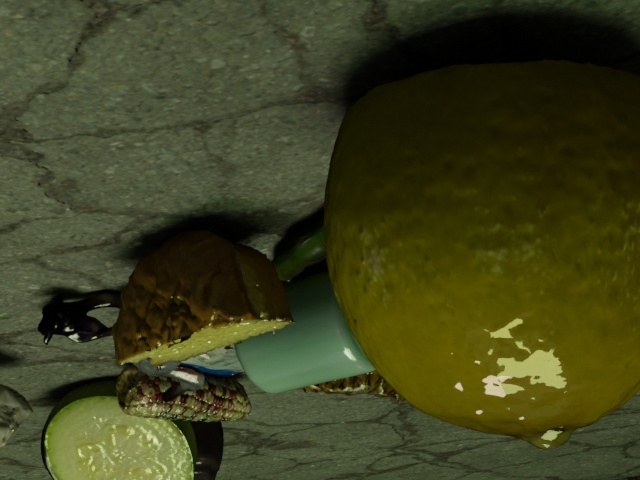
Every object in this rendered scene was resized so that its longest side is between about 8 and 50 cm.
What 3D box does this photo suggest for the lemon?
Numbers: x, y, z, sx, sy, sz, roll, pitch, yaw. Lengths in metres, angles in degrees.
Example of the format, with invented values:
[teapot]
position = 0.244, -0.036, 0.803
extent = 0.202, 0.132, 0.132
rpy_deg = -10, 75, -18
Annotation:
[lemon]
position = 0.174, 0.019, 1.265
extent = 0.364, 0.364, 0.364
rpy_deg = -5, 160, -2

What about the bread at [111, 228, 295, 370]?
[bread]
position = -0.143, 0.066, 1.600
extent = 0.229, 0.140, 0.143
rpy_deg = -21, 157, 37

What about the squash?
[squash]
position = -0.320, 0.334, 2.194
extent = 0.252, 0.049, 0.252
rpy_deg = 3, 122, 5

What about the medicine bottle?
[medicine bottle]
position = 0.012, 0.108, 1.749
extent = 0.225, 0.139, 0.139
rpy_deg = -16, 157, 27

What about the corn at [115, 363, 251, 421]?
[corn]
position = -0.204, 0.236, 2.116
extent = 0.086, 0.086, 0.253
rpy_deg = -22, 156, 38

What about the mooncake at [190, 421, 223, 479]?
[mooncake]
position = -0.306, 0.366, 2.364
extent = 0.282, 0.141, 0.283
rpy_deg = -5, 157, -2

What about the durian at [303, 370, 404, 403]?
[durian]
position = 0.095, 0.174, 1.984
extent = 0.341, 0.112, 0.191
rpy_deg = 5, 158, -26

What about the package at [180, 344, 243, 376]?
[package]
position = -0.131, 0.171, 2.044
extent = 0.173, 0.027, 0.171
rpy_deg = -21, 158, 36

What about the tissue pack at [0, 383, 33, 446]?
[tissue pack]
position = -0.642, 0.245, 1.877
extent = 0.389, 0.195, 0.375
rpy_deg = -11, 163, 14

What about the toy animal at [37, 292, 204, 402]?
[toy animal]
position = -0.225, 0.134, 1.830
extent = 0.195, 0.091, 0.324
rpy_deg = -11, 151, 31

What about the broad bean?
[broad bean]
position = -0.001, 0.000, 1.596
extent = 0.060, 0.043, 0.297
rpy_deg = -5, 164, -34
